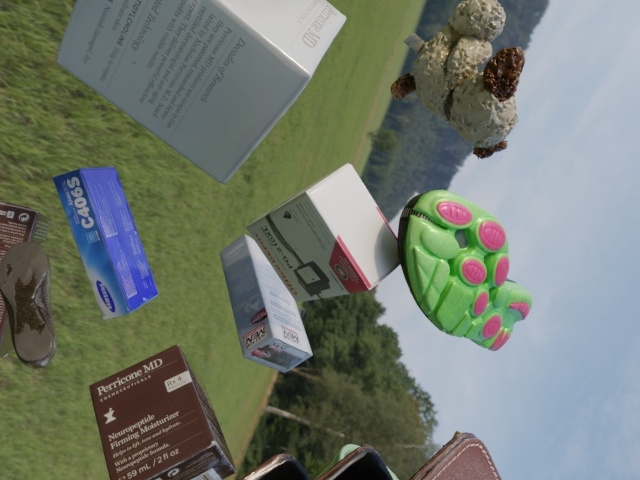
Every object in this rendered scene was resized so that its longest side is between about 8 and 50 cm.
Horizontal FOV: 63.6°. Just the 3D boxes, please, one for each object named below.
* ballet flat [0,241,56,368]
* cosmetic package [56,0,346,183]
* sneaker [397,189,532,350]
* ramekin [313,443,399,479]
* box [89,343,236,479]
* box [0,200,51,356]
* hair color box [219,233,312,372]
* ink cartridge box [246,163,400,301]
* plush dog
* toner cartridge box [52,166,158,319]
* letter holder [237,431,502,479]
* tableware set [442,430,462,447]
[{"bbox_3d":[-0.504,0.110,0.900,0.249,0.084,0.058,62,-26,28],"label":"ballet flat"},{"bbox_3d":[-0.221,-0.403,1.035,0.327,0.394,0.329,-42,-162,38],"label":"cosmetic package"},{"bbox_3d":[0.221,0.061,0.898,0.185,0.202,0.483,-52,143,-5],"label":"sneaker"},{"bbox_3d":[0.087,0.562,0.978,0.148,0.303,0.303,-43,-176,7],"label":"ramekin"},{"bbox_3d":[-0.272,0.332,0.900,0.203,0.169,0.167,55,-16,36],"label":"box"},{"bbox_3d":[-0.825,0.098,1.325,0.191,0.143,0.381,171,-69,-71],"label":"box"},{"bbox_3d":[-0.165,0.179,1.506,0.114,0.185,0.374,-36,-131,16],"label":"hair color box"},{"bbox_3d":[0.000,0.000,0.847,0.100,0.172,0.237,-37,-172,-30],"label":"ink cartridge box"},{"bbox_3d":[0.272,-0.271,0.951,0.225,0.211,0.262,57,-11,37],"label":"plush dog"},{"bbox_3d":[-0.511,0.000,1.251,0.165,0.075,0.347,-52,126,-79],"label":"toner cartridge box"},{"bbox_3d":[0.053,0.308,0.385,0.215,0.301,0.152,-24,-173,-34],"label":"letter holder"},{"bbox_3d":[0.272,0.402,0.957,0.024,0.104,0.154,-44,135,-21],"label":"tableware set"}]
